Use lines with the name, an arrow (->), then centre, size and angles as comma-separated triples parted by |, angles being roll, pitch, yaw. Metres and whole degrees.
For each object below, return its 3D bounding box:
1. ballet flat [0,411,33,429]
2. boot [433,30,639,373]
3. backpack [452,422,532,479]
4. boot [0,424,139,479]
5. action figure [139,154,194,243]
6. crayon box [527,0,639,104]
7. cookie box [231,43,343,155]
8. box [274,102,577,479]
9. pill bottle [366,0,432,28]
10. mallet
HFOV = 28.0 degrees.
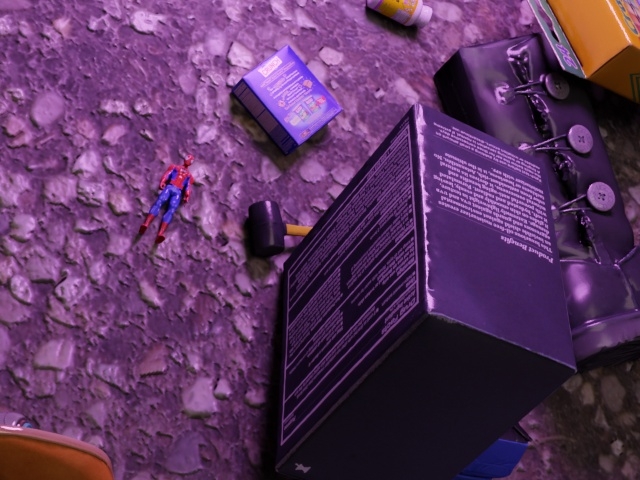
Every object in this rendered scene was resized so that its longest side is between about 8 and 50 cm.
ballet flat -> -0.322, 0.266, 1.215 | 0.068, 0.072, 0.213 | 3, 64, 1
boot -> 0.376, -0.066, 1.719 | 0.367, 0.146, 0.445 | -6, 65, -37
backpack -> 0.166, 0.217, 1.487 | 0.098, 0.101, 0.120 | 18, 29, -26
boot -> -0.240, 0.298, 1.161 | 0.295, 0.104, 0.211 | 37, 53, -48
action figure -> -0.168, -0.052, 1.456 | 0.038, 0.030, 0.115 | 28, 56, -11
crayon box -> 0.411, -0.294, 1.774 | 0.323, 0.083, 0.203 | 12, 49, -46
cookie box -> -0.041, -0.173, 1.573 | 0.107, 0.040, 0.092 | 50, 55, -2
box -> 0.098, 0.077, 1.343 | 0.182, 0.296, 0.294 | 23, 42, -20
pill bottle -> 0.107, -0.315, 1.718 | 0.083, 0.043, 0.043 | 23, 59, -20
mallet -> 0.000, 0.000, 1.527 | 0.189, 0.039, 0.062 | 13, 62, -29
